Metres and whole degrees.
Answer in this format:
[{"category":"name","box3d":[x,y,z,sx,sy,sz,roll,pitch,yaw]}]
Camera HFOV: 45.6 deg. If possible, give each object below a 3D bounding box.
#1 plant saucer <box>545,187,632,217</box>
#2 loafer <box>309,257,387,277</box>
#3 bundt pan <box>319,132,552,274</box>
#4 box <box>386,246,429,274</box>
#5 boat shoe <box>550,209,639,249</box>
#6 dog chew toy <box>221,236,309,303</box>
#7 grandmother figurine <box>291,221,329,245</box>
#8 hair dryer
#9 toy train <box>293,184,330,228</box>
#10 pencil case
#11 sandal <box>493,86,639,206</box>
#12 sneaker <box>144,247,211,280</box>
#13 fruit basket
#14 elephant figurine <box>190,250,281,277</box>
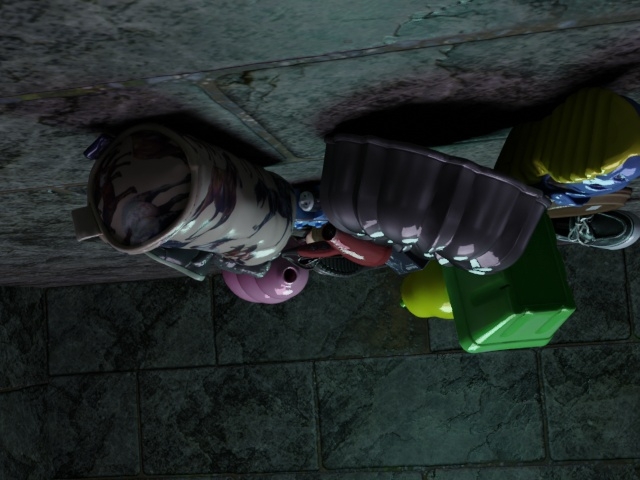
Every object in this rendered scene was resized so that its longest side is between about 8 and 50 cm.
[{"category":"plant saucer","box3d":[0.628,-0.091,1.893,0.277,0.041,0.278,-4,173,0]},{"category":"loafer","box3d":[0.085,0.060,2.535,0.365,0.134,0.130,1,172,-43]},{"category":"bundt pan","box3d":[0.147,-0.039,1.076,0.330,0.124,0.331,16,178,1]},{"category":"box","box3d":[0.165,-0.012,1.675,0.158,0.093,0.156,40,166,-6]},{"category":"boat shoe","box3d":[0.730,-0.043,2.109,0.104,0.113,0.306,7,-175,-33]},{"category":"dog chew toy","box3d":[-0.126,0.063,1.881,0.206,0.207,0.332,-2,-175,-20]},{"category":"grandmother figurine","box3d":[0.000,0.000,2.074,0.207,0.104,0.342,5,171,-6]},{"category":"hair dryer","box3d":[0.034,0.026,1.555,0.223,0.080,0.293,-5,163,-4]},{"category":"toy train","box3d":[0.010,-0.070,1.484,0.184,0.080,0.105,0,165,-40]},{"category":"pencil case","box3d":[-0.168,-0.051,1.093,0.183,0.160,0.410,-14,172,16]},{"category":"sandal","box3d":[0.341,-0.107,0.970,0.138,0.126,0.317,21,179,-8]},{"category":"sneaker","box3d":[-0.388,0.008,2.049,0.222,0.118,0.083,28,-177,-20]},{"category":"fruit basket","box3d":[0.364,0.081,1.763,0.282,0.393,0.392,-2,174,-22]},{"category":"elephant figurine","box3d":[-0.174,-0.004,1.708,0.186,0.170,0.239,27,-177,-14]}]
